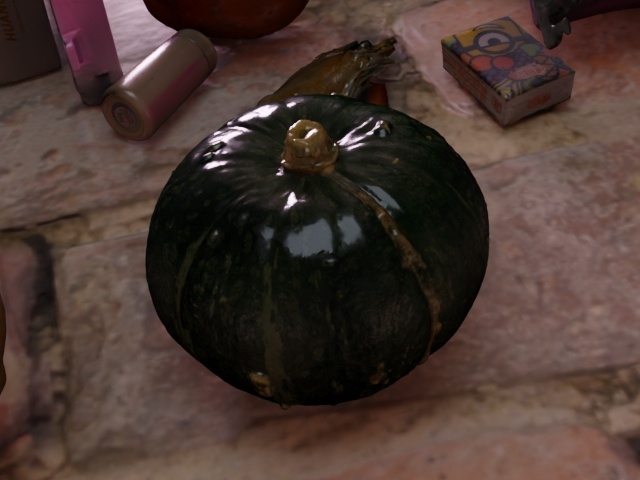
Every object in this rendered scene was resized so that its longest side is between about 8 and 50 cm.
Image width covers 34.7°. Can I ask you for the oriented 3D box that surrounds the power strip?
[{"bbox_3d":[-0.206,-0.221,0.812,0.037,0.109,0.279,-18,47,-10],"label":"power strip"}]

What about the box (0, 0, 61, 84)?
[{"bbox_3d":[-0.282,-0.248,0.816,0.067,0.149,0.233,-22,48,-14],"label":"box"}]

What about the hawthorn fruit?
[{"bbox_3d":[-0.075,-0.217,0.787,0.138,0.133,0.133,-27,49,-9],"label":"hawthorn fruit"}]

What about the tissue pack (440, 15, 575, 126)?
[{"bbox_3d":[0.135,-0.124,0.749,0.063,0.035,0.083,-21,50,-17],"label":"tissue pack"}]

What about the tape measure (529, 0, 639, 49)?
[{"bbox_3d":[0.264,-0.280,0.772,0.231,0.149,0.245,-12,90,-7],"label":"tape measure"}]

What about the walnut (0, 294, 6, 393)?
[{"bbox_3d":[-0.259,0.067,0.484,0.213,0.213,0.213,-2,46,2],"label":"walnut"}]

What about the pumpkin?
[{"bbox_3d":[-0.001,0.001,0.557,0.190,0.146,0.190,4,24,-2],"label":"pumpkin"}]

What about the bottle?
[{"bbox_3d":[-0.116,-0.116,0.750,0.045,0.045,0.096,19,49,21],"label":"bottle"}]

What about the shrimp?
[{"bbox_3d":[0.013,-0.087,0.720,0.101,0.042,0.190,30,51,3],"label":"shrimp"}]
